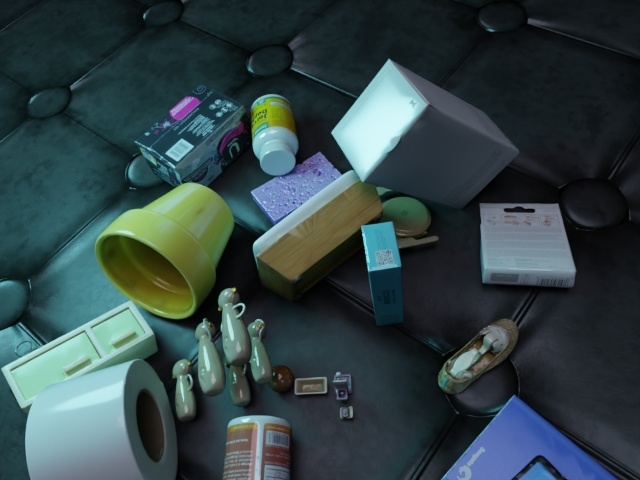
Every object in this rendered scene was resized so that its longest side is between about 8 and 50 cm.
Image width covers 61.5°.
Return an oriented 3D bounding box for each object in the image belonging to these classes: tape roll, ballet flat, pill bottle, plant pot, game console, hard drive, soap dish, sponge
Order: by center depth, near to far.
[{"bbox_3d":[0.358,0.419,0.860,0.122,0.107,0.071,-37,88,-12],"label":"game console"},{"bbox_3d":[0.393,0.447,0.901,0.210,0.040,0.319,-42,61,-16],"label":"hard drive"},{"bbox_3d":[-0.113,0.430,0.948,0.121,0.121,0.216,-3,58,7],"label":"pill bottle"},{"bbox_3d":[-0.381,0.355,0.968,0.169,0.246,0.246,-17,57,-2],"label":"tape roll"},{"bbox_3d":[0.313,0.218,1.043,0.206,0.067,0.073,-40,59,-16],"label":"ballet flat"},{"bbox_3d":[0.000,0.000,1.151,0.291,0.229,0.118,-37,76,-14],"label":"soap dish"},{"bbox_3d":[-0.318,0.005,1.194,0.254,0.254,0.239,16,46,18],"label":"plant pot"},{"bbox_3d":[-0.056,-0.130,1.346,0.210,0.031,0.117,-32,58,-11],"label":"sponge"},{"bbox_3d":[-0.118,-0.269,1.382,0.118,0.117,0.208,-11,52,2],"label":"pill bottle"}]

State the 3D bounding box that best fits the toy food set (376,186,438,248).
[{"bbox_3d":[0.191,-0.050,1.257,0.132,0.038,0.192,-9,51,-5],"label":"toy food set"}]

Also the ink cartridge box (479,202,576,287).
[{"bbox_3d":[0.442,0.005,1.180,0.181,0.056,0.224,2,40,11],"label":"ink cartridge box"}]

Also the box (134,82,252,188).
[{"bbox_3d":[-0.318,-0.258,1.406,0.163,0.142,0.247,33,69,24],"label":"box"}]

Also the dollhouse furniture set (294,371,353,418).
[{"bbox_3d":[0.002,0.293,1.039,0.114,0.081,0.091,-5,57,7],"label":"dollhouse furniture set"}]

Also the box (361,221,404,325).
[{"bbox_3d":[0.125,0.073,1.060,0.060,0.244,0.100,-9,57,4],"label":"box"}]

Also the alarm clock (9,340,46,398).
[{"bbox_3d":[-0.610,0.280,1.164,0.192,0.064,0.129,35,69,30],"label":"alarm clock"}]

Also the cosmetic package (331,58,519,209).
[{"bbox_3d":[0.229,-0.204,1.130,0.197,0.366,0.155,-47,53,28],"label":"cosmetic package"}]

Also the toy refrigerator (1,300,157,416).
[{"bbox_3d":[-0.483,0.241,1.101,0.269,0.094,0.102,-29,63,-28],"label":"toy refrigerator"}]

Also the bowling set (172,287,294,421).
[{"bbox_3d":[-0.162,0.237,1.077,0.287,0.200,0.154,-46,45,31],"label":"bowling set"}]
